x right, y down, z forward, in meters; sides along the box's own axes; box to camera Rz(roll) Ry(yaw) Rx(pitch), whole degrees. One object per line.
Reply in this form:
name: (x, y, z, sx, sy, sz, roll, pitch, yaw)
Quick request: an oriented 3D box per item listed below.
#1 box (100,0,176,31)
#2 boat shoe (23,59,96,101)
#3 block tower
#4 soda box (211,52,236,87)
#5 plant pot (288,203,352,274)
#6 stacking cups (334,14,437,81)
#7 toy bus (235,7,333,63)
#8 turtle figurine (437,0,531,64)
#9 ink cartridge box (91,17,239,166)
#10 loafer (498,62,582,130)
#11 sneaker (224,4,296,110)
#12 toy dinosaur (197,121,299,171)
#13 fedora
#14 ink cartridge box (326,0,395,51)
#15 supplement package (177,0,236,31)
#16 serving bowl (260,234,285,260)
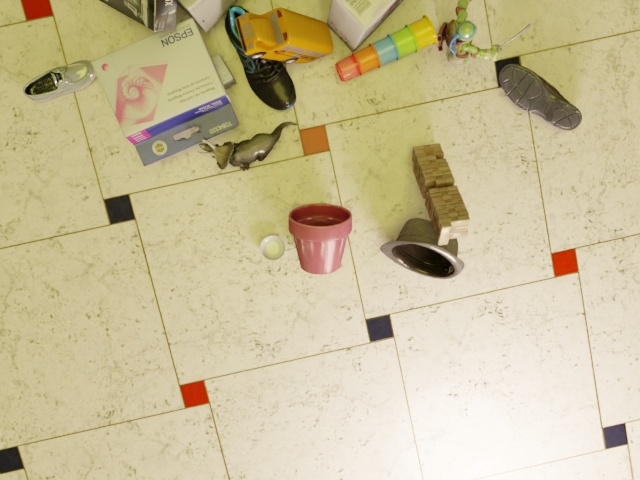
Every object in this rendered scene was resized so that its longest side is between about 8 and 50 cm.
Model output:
box: (-0.518, -0.753, 1.586, 0.307, 0.076, 0.242, 36, 131, 28)
boat shoe: (-0.794, -0.485, 1.733, 0.228, 0.081, 0.079, -24, 98, 1)
block tower: (0.365, -0.147, 1.739, 0.097, 0.091, 0.335, -8, 53, -1)
soda box: (-0.405, -0.456, 1.748, 0.286, 0.098, 0.091, -31, 97, 1)
plant pot: (0.000, 0.000, 1.793, 0.201, 0.201, 0.180, -2, 113, -3)
stacking cups: (0.202, -0.582, 1.766, 0.316, 0.096, 0.096, -27, 98, 2)
toy bus: (-0.098, -0.584, 1.634, 0.130, 0.333, 0.108, -11, 95, 30)
turtle figurine: (0.466, -0.625, 1.684, 0.198, 0.266, 0.274, 37, 95, -7)
ink cartridge box: (-0.449, -0.430, 1.668, 0.324, 0.071, 0.330, -24, 96, 0)
loafer: (0.698, -0.462, 1.821, 0.302, 0.095, 0.109, 36, 125, -2)
sneaker: (-0.190, -0.548, 1.726, 0.125, 0.139, 0.340, -34, 99, 0)
toy dinosaur: (-0.207, -0.280, 1.750, 0.314, 0.160, 0.121, -14, 100, -2)
fedora: (0.336, 0.015, 1.804, 0.275, 0.244, 0.124, 28, 67, -21)
ink cartridge box: (0.161, -0.711, 1.636, 0.130, 0.309, 0.272, 45, 93, -7)
supplement package: (-0.330, -0.793, 1.658, 0.262, 0.145, 0.204, -44, 80, 4)
serving bowl: (-0.156, 0.023, 1.861, 0.083, 0.027, 0.083, 0, 98, -3)
